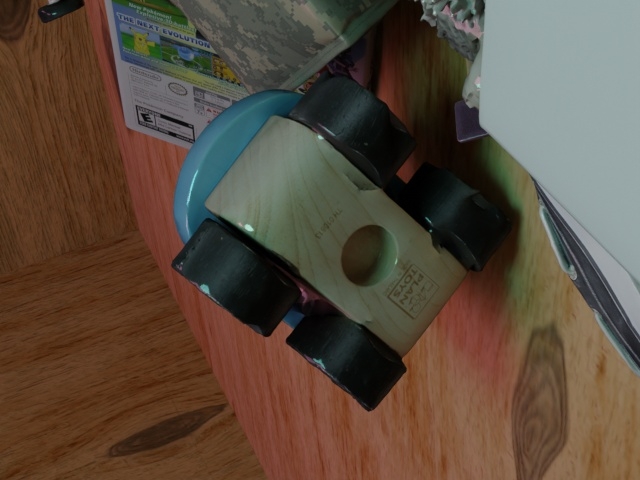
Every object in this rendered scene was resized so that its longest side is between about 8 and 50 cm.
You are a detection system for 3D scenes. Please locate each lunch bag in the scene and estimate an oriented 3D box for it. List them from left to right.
[{"bbox_3d":[-0.058,-0.266,0.991,0.235,0.169,0.287,47,157,-10],"label":"lunch bag"}]

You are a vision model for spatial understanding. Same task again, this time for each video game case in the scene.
[{"bbox_3d":[-0.099,-0.194,1.243,0.329,0.036,0.300,20,146,12],"label":"video game case"}]

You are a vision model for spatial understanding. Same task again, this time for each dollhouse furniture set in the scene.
[{"bbox_3d":[0.168,-0.131,0.865,0.081,0.091,0.114,25,-123,-53],"label":"dollhouse furniture set"}]

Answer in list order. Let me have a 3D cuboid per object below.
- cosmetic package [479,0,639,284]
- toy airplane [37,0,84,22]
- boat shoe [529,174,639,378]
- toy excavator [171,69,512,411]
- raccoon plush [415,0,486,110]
[{"bbox_3d":[0.215,-0.068,0.394,0.138,0.224,0.224,87,157,-45],"label":"cosmetic package"},{"bbox_3d":[-0.179,-0.410,1.290,0.384,0.272,0.386,34,133,13],"label":"toy airplane"},{"bbox_3d":[0.199,-0.026,0.732,0.301,0.108,0.102,60,161,7],"label":"boat shoe"},{"bbox_3d":[0.000,0.000,1.117,0.433,0.222,0.445,40,176,-32],"label":"toy excavator"},{"bbox_3d":[0.154,-0.208,0.501,0.299,0.216,0.446,67,165,-18],"label":"raccoon plush"}]
